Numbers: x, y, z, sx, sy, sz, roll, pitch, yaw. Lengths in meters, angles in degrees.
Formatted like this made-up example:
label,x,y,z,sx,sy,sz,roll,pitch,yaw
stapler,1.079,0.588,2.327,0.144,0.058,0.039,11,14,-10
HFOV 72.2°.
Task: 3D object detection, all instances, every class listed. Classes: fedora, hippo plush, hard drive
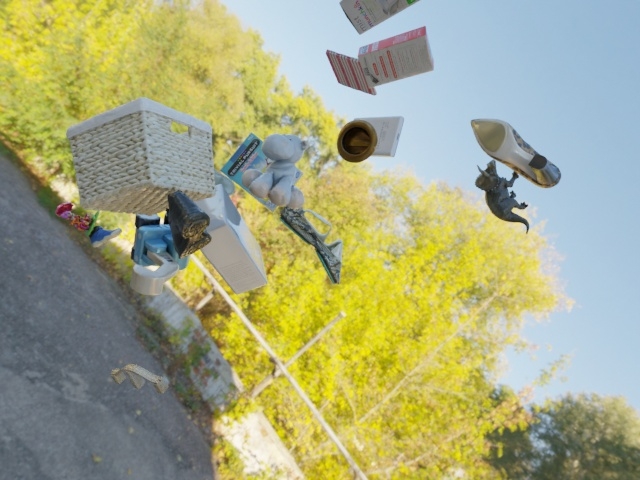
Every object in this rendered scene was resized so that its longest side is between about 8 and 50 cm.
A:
label,x,y,z,sx,sy,sz,roll,pitch,yaw
fedora,0.164,-0.413,1.853,0.194,0.194,0.079,48,23,25
hippo plush,-0.122,-0.267,1.626,0.234,0.237,0.294,35,21,31
hard drive,0.281,-0.550,2.331,0.318,0.210,0.040,13,-2,45

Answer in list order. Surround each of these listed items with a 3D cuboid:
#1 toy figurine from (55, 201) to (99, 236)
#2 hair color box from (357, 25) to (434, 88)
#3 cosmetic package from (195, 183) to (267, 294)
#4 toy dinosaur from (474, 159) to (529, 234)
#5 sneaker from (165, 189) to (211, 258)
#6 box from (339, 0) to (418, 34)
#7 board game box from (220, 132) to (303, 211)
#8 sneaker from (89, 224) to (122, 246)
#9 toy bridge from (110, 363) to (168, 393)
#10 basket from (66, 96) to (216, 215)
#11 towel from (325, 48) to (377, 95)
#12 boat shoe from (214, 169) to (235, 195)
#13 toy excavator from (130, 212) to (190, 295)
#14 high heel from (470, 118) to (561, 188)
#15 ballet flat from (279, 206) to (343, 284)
label,x,y,z,sx,sy,sz,roll,pitch,yaw
toy figurine,-1.094,-0.102,1.956,0.159,0.130,0.173,28,16,-31
hair color box,0.185,-0.447,1.078,0.093,0.167,0.053,59,32,-42
cosmetic package,-0.386,0.010,1.855,0.453,0.161,0.230,68,3,-51
toy dinosaur,0.667,-0.156,1.627,0.314,0.160,0.121,68,-15,-10
sneaker,-0.388,-0.046,1.272,0.130,0.109,0.286,52,-31,11
box,0.211,-0.794,1.345,0.231,0.262,0.127,-11,-44,40
board game box,-0.294,-0.340,2.223,0.336,0.254,0.079,38,-5,-1
sneaker,-0.979,-0.040,1.989,0.085,0.152,0.058,62,7,2
toy bridge,-0.461,0.337,1.090,0.188,0.026,0.063,-2,-61,31
basket,-0.553,-0.249,1.413,0.328,0.331,0.267,2,75,-67
towel,0.110,-0.592,1.541,0.197,0.029,0.144,34,-12,35
boat shoe,-0.512,-0.287,1.901,0.302,0.114,0.091,42,-20,-29
toy excavator,-0.668,0.057,1.879,0.445,0.222,0.432,29,22,33
high heel,0.525,-0.234,1.195,0.186,0.093,0.261,18,26,-50
ballet flat,0.000,0.000,2.185,0.483,0.182,0.164,51,-1,-13
